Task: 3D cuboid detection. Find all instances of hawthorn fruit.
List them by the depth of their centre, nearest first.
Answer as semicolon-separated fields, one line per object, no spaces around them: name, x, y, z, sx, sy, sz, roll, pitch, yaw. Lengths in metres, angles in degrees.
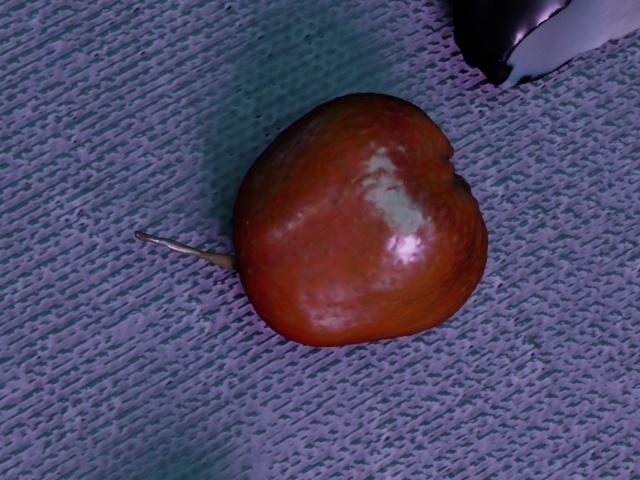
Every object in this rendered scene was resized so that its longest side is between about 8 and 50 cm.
hawthorn fruit;0.000;0.000;1.143;0.203;0.162;0.163;-26;89;5

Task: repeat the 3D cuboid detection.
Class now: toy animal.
toy animal;0.145;-0.209;1.219;0.166;0.138;0.179;-22;80;-37
